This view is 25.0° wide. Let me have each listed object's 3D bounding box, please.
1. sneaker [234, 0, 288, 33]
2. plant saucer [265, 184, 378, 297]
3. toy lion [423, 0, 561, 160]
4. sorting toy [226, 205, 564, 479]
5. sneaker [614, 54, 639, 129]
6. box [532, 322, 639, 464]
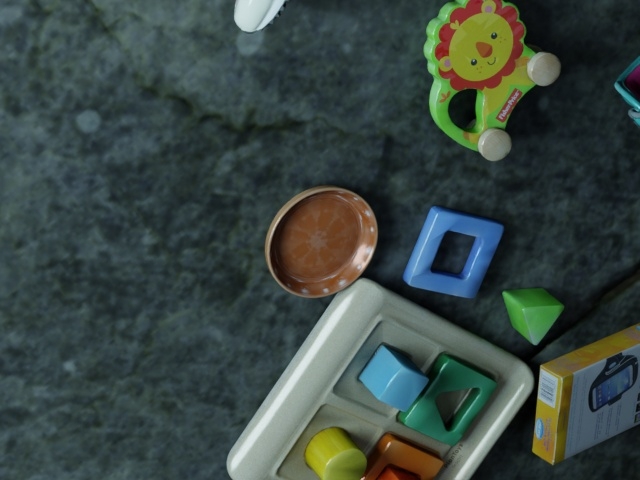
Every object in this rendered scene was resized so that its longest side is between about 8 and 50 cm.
[{"bbox_3d":[-0.041,-0.208,0.866,0.075,0.057,0.161,14,109,-13],"label":"sneaker"},{"bbox_3d":[0.000,0.000,1.003,0.083,0.013,0.083,-10,117,-21],"label":"plant saucer"},{"bbox_3d":[0.109,-0.117,0.991,0.096,0.034,0.100,27,101,-26],"label":"toy lion"},{"bbox_3d":[0.053,0.142,1.078,0.196,0.047,0.347,29,99,-33],"label":"sorting toy"},{"bbox_3d":[0.285,-0.059,1.052,0.124,0.178,0.295,-44,170,-36],"label":"sneaker"},{"bbox_3d":[0.227,0.118,1.149,0.136,0.028,0.081,-18,122,-36],"label":"box"}]
